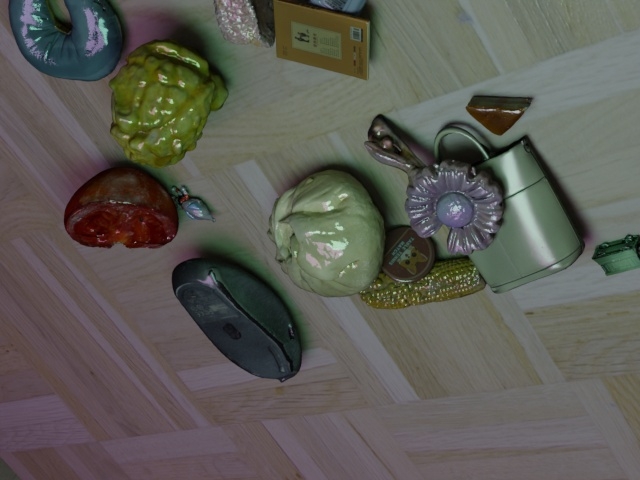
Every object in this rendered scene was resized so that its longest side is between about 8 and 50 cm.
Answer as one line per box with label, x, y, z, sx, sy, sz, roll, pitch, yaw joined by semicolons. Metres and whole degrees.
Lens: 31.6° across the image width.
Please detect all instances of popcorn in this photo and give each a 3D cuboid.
popcorn;-0.285;-0.245;2.037;0.195;0.255;0.256;23;131;10

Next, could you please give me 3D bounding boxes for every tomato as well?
tomato;-0.413;-0.076;2.354;0.233;0.139;0.200;6;151;-18

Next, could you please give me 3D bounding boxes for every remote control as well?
remote control;0.033;-0.401;1.841;0.087;0.047;0.244;31;140;-2

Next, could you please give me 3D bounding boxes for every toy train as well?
toy train;0.517;0.027;1.946;0.093;0.038;0.056;-19;119;42

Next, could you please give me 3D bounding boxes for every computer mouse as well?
computer mouse;-0.169;0.156;2.439;0.203;0.114;0.374;-11;129;35

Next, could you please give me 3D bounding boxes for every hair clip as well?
hair clip;0.181;-0.101;1.948;0.300;0.069;0.173;42;133;17

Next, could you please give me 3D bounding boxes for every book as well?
book;0.002;-0.335;1.880;0.172;0.012;0.118;18;137;18

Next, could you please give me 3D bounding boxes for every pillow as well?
pillow;-0.480;-0.399;2.135;0.233;0.086;0.214;8;127;24

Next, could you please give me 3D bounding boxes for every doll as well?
doll;-0.264;-0.070;2.340;0.114;0.039;0.057;34;105;15

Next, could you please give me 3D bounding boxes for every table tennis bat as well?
table tennis bat;0.147;0.022;2.181;0.170;0.107;0.119;38;174;16

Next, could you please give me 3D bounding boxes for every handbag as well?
handbag;0.307;-0.072;1.975;0.241;0.109;0.315;-26;99;43

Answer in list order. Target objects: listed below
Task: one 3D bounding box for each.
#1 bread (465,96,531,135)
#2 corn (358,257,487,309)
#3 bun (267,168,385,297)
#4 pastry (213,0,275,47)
bread;0.297;-0.204;1.862;0.109;0.043;0.062;4;128;27
corn;0.191;0.083;2.166;0.288;0.086;0.086;-10;122;36
bun;0.000;0.000;2.113;0.259;0.160;0.259;33;138;37
pastry;-0.133;-0.439;1.866;0.112;0.103;0.265;10;131;14
